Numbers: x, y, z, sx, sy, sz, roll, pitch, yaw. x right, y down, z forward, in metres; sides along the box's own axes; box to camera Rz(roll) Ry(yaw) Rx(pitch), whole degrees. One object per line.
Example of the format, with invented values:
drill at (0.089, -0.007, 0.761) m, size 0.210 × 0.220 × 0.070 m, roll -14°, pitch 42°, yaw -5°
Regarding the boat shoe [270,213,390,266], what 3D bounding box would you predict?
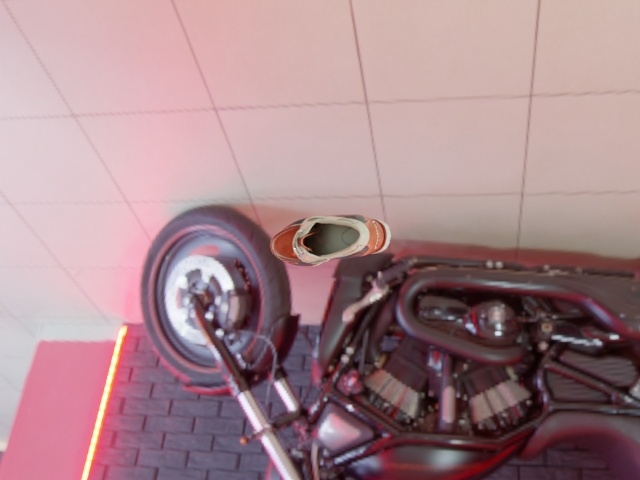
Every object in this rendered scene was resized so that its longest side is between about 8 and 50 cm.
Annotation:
boat shoe at (0.000, 0.000, 0.740) m, size 0.137 × 0.049 × 0.043 m, roll -5°, pitch 180°, yaw 40°
